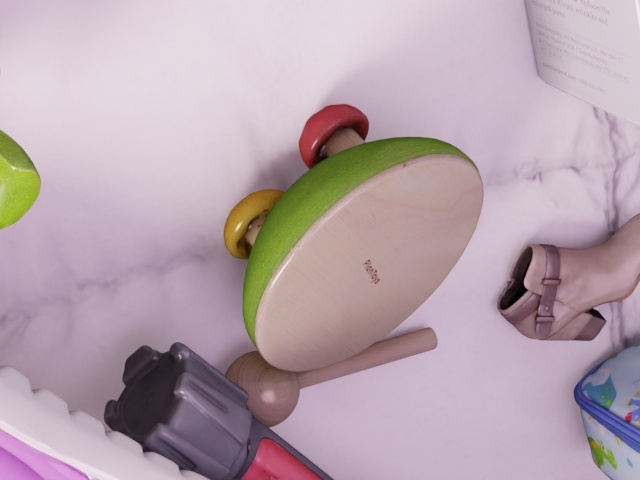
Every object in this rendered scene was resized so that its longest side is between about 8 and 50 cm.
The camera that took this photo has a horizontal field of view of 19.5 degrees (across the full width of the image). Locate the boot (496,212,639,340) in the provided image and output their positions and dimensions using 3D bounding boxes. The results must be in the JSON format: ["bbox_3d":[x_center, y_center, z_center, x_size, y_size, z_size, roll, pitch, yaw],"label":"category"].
[{"bbox_3d":[0.183,0.021,1.344,0.087,0.042,0.118,23,97,-29],"label":"boot"}]

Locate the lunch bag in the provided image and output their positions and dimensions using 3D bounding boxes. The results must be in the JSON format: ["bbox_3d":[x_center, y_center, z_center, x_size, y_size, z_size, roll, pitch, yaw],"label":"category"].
[{"bbox_3d":[0.314,0.115,1.364,0.219,0.176,0.090,-26,118,-15],"label":"lunch bag"}]

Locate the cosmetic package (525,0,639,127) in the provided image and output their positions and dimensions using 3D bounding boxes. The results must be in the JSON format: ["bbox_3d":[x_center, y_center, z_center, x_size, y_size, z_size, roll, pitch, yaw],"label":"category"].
[{"bbox_3d":[0.232,-0.289,1.189,0.217,0.156,0.385,-21,115,-18],"label":"cosmetic package"}]

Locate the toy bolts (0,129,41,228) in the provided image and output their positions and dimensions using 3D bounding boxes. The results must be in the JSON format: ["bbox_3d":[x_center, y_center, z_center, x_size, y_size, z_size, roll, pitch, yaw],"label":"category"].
[{"bbox_3d":[-0.307,-0.045,1.056,0.228,0.158,0.218,-8,153,-34],"label":"toy bolts"}]

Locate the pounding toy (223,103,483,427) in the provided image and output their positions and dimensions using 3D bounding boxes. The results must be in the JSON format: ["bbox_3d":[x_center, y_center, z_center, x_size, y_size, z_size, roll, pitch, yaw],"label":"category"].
[{"bbox_3d":[0.000,0.000,1.228,0.183,0.110,0.237,-25,148,-28],"label":"pounding toy"}]

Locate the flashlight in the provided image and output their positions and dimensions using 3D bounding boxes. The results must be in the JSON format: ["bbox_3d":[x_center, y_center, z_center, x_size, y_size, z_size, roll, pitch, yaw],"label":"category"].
[{"bbox_3d":[-0.008,0.188,1.218,0.304,0.103,0.103,41,56,-30],"label":"flashlight"}]

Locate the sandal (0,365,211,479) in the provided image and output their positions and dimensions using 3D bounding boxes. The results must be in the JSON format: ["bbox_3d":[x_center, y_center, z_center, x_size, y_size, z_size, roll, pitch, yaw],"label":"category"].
[{"bbox_3d":[-0.133,0.195,1.131,0.416,0.169,0.102,31,53,-13],"label":"sandal"}]
